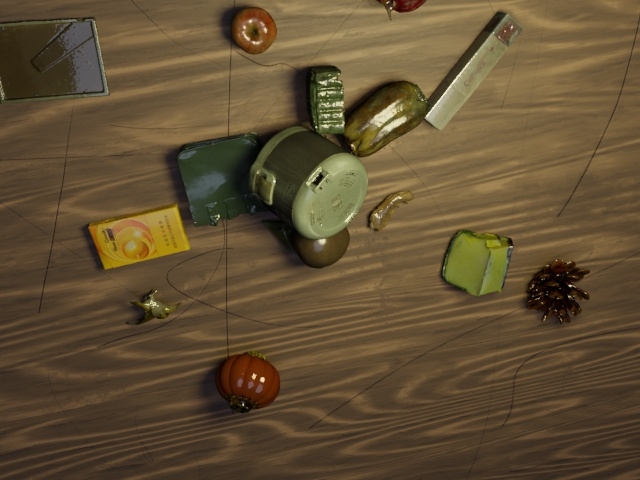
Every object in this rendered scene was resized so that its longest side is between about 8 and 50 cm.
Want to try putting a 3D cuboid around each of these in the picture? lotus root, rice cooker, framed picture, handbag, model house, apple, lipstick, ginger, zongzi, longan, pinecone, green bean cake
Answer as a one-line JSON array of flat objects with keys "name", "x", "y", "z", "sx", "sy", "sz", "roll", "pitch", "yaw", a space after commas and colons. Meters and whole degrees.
[{"name": "lotus root", "x": 0.187, "y": -0.361, "z": 1.829, "sx": 0.275, "sy": 0.160, "sz": 0.151, "roll": -31, "pitch": 90, "yaw": 3}, {"name": "rice cooker", "x": -0.039, "y": -0.165, "z": 1.785, "sx": 0.288, "sy": 0.277, "sz": 0.288, "roll": -31, "pitch": 140, "yaw": -30}, {"name": "framed picture", "x": -0.741, "y": -0.488, "z": 1.692, "sx": 0.290, "sy": 0.020, "sz": 0.211, "roll": -6, "pitch": 114, "yaw": -6}, {"name": "handbag", "x": -0.282, "y": -0.179, "z": 1.870, "sx": 0.248, "sy": 0.079, "sz": 0.260, "roll": -11, "pitch": 115, "yaw": -4}, {"name": "model house", "x": 0.552, "y": 0.065, "z": 2.102, "sx": 0.212, "sy": 0.170, "sz": 0.193, "roll": -4, "pitch": 109, "yaw": -39}, {"name": "apple", "x": -0.183, "y": -0.576, "z": 1.703, "sx": 0.126, "sy": 0.102, "sz": 0.126, "roll": -3, "pitch": 119, "yaw": -6}, {"name": "lipstick", "x": 0.441, "y": -0.499, "z": 1.852, "sx": 0.076, "sy": 0.079, "sz": 0.371, "roll": 33, "pitch": 103, "yaw": -21}, {"name": "ginger", "x": 0.222, "y": -0.102, "z": 2.002, "sx": 0.173, "sy": 0.051, "sz": 0.069, "roll": -42, "pitch": 116, "yaw": 11}, {"name": "zongzi", "x": -0.129, "y": -0.013, "z": 1.986, "sx": 0.114, "sy": 0.052, "sz": 0.104, "roll": 2, "pitch": 119, "yaw": 4}, {"name": "longan", "x": 0.000, "y": 0.000, "z": 1.937, "sx": 0.189, "sy": 0.189, "sz": 0.189, "roll": -3, "pitch": 113, "yaw": -8}, {"name": "pinecone", "x": 0.817, "y": 0.184, "z": 2.146, "sx": 0.203, "sy": 0.201, "sz": 0.228, "roll": 19, "pitch": 142, "yaw": 9}, {"name": "green bean cake", "x": 0.011, "y": -0.399, "z": 1.771, "sx": 0.094, "sy": 0.173, "sz": 0.181, "roll": -5, "pitch": 115, "yaw": -5}]

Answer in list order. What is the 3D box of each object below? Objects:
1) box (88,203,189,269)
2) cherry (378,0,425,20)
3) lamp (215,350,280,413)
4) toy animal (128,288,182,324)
[{"name": "box", "x": -0.553, "y": -0.011, "z": 1.914, "sx": 0.270, "sy": 0.043, "sz": 0.152, "roll": -15, "pitch": 114, "yaw": -4}, {"name": "cherry", "x": 0.210, "y": -0.740, "z": 1.648, "sx": 0.230, "sy": 0.203, "sz": 0.300, "roll": 18, "pitch": 95, "yaw": -14}, {"name": "lamp", "x": -0.243, "y": 0.474, "z": 2.090, "sx": 0.223, "sy": 0.196, "sz": 0.223, "roll": 10, "pitch": 147, "yaw": 7}, {"name": "toy animal", "x": -0.519, "y": 0.202, "z": 1.989, "sx": 0.155, "sy": 0.219, "sz": 0.095, "roll": -30, "pitch": 100, "yaw": -36}]
